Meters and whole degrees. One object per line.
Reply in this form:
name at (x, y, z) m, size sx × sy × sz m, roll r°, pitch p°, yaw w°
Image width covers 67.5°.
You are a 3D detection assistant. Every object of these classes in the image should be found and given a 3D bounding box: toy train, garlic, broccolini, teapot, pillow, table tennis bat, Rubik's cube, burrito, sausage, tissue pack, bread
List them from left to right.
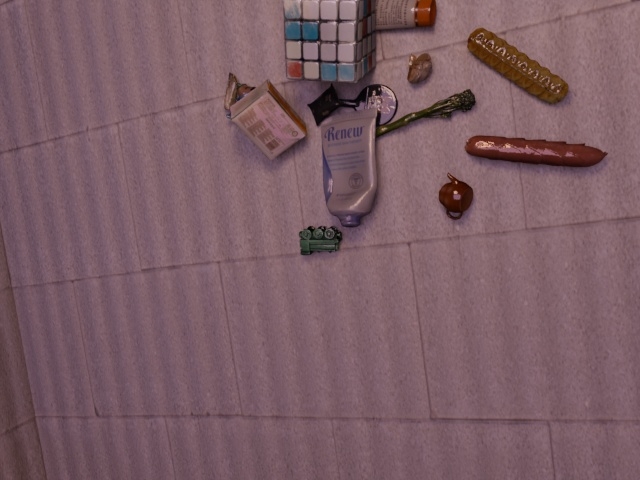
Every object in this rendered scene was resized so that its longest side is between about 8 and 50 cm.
burrito at (-0.352, -0.587, 1.896) m, size 0.055 × 0.041 × 0.149 m, roll 17°, pitch 101°, yaw 30°
tissue pack at (-0.189, -0.441, 1.759) m, size 0.185 × 0.124 × 0.225 m, roll -32°, pitch 128°, yaw 17°
toy train at (0.000, 0.000, 1.830) m, size 0.171 × 0.071 × 0.111 m, roll 1°, pitch 105°, yaw 17°
pillow at (0.016, -0.500, 1.763) m, size 0.150 × 0.048 × 0.090 m, roll -31°, pitch 66°, yaw 43°
Rubik's cube at (0.037, -0.685, 1.607) m, size 0.256 × 0.253 × 0.259 m, roll 7°, pitch 122°, yaw 18°
table tennis bat at (0.163, -0.495, 1.744) m, size 0.236 × 0.027 × 0.150 m, roll 9°, pitch 99°, yaw 15°
broccolini at (0.349, -0.422, 1.680) m, size 0.392 × 0.079 × 0.074 m, roll -19°, pitch 100°, yaw 27°
garlic at (0.342, -0.591, 1.645) m, size 0.074 × 0.094 × 0.113 m, roll 22°, pitch 99°, yaw -26°
teapot at (0.455, -0.149, 1.646) m, size 0.116 × 0.116 × 0.173 m, roll 4°, pitch 124°, yaw 18°
bread at (0.633, -0.566, 1.552) m, size 0.367 × 0.084 × 0.077 m, roll 39°, pitch 63°, yaw 10°
sausage at (0.692, -0.289, 1.556) m, size 0.433 × 0.088 × 0.087 m, roll 8°, pitch 98°, yaw 17°

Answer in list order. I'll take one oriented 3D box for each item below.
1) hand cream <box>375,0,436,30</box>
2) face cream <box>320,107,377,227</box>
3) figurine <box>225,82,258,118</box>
hand cream at (0.235, -0.782, 1.657) m, size 0.314 × 0.089 × 0.139 m, roll 14°, pitch 105°, yaw 21°
face cream at (0.107, -0.257, 1.746) m, size 0.235 × 0.137 × 0.420 m, roll -3°, pitch 87°, yaw 33°
figurine at (-0.297, -0.541, 1.853) m, size 0.178 × 0.114 × 0.144 m, roll -34°, pitch 87°, yaw 27°
